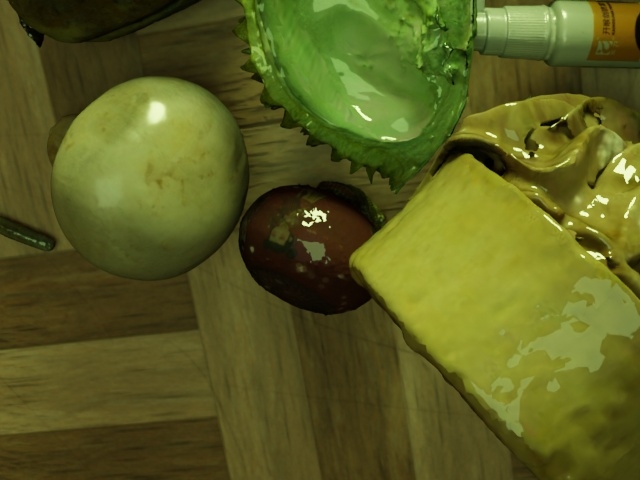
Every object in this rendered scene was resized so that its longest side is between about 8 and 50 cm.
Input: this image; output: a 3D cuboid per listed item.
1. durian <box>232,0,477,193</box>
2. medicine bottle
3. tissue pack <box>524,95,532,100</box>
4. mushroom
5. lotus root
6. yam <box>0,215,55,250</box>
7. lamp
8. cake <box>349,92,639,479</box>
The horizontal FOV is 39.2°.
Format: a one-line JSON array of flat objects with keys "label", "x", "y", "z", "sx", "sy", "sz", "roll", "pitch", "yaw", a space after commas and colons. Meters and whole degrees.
[{"label": "durian", "x": 0.035, "y": -0.233, "z": 0.775, "sx": 0.198, "sy": 0.163, "sz": 0.395, "roll": 31, "pitch": 123, "yaw": 34}, {"label": "medicine bottle", "x": 0.230, "y": -0.206, "z": 0.830, "sx": 0.220, "sy": 0.061, "sz": 0.092, "roll": 0, "pitch": 110, "yaw": -5}, {"label": "tissue pack", "x": 0.197, "y": -0.096, "z": 0.901, "sx": 0.083, "sy": 0.042, "sz": 0.062, "roll": -36, "pitch": 100, "yaw": 15}, {"label": "mushroom", "x": -0.181, "y": -0.055, "z": 0.901, "sx": 0.209, "sy": 0.206, "sz": 0.206, "roll": -15, "pitch": 105, "yaw": 35}, {"label": "lotus root", "x": -0.172, "y": -0.288, "z": 0.838, "sx": 0.274, "sy": 0.152, "sz": 0.160, "roll": -24, "pitch": 84, "yaw": 10}, {"label": "yam", "x": -0.354, "y": -0.015, "z": 1.015, "sx": 0.116, "sy": 0.021, "sz": 0.021, "roll": 21, "pitch": 109, "yaw": 0}, {"label": "lamp", "x": -0.003, "y": 0.000, "z": 0.915, "sx": 0.157, "sy": 0.156, "sz": 0.135, "roll": 37, "pitch": 68, "yaw": -36}, {"label": "cake", "x": 0.234, "y": 0.025, "z": 0.757, "sx": 0.321, "sy": 0.332, "sz": 0.332, "roll": -45, "pitch": 97, "yaw": 2}]
